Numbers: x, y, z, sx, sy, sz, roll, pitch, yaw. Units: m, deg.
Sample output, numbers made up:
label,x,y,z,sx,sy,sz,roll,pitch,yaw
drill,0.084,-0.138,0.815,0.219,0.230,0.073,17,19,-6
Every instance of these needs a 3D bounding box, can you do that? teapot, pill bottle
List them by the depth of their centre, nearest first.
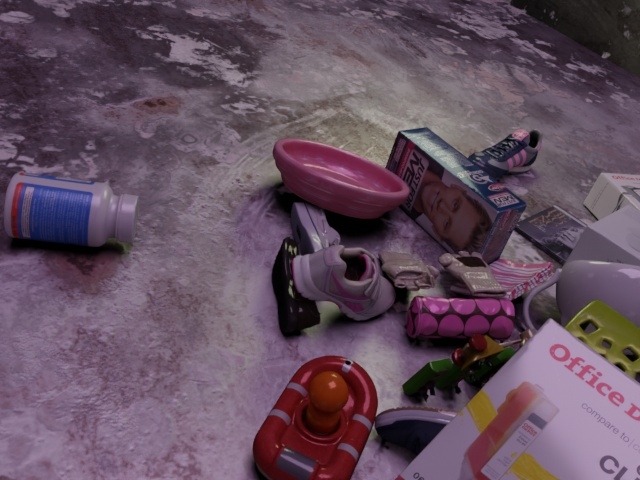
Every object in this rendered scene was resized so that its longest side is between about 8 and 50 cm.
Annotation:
label,x,y,z,sx,sy,sz,roll,pitch,yaw
pill bottle,-0.460,-0.053,1.199,0.221,0.124,0.124,8,37,-11
teapot,0.587,0.149,1.290,0.252,0.187,0.256,16,-7,-35

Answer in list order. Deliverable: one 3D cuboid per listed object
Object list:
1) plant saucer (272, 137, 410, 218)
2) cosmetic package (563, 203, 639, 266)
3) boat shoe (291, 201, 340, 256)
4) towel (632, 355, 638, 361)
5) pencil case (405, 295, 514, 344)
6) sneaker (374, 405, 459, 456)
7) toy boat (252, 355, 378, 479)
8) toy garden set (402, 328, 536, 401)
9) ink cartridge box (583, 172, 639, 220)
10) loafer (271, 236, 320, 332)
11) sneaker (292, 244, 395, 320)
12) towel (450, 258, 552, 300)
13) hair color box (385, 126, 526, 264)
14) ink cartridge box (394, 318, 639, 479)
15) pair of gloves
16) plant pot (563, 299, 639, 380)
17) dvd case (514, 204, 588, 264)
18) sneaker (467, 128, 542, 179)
label,x,y,z,sx,sy,sz,roll,pitch,yaw
plant saucer,0.041,-0.141,1.490,0.332,0.084,0.332,18,20,-7
cosmetic package,0.749,0.049,1.517,0.224,0.138,0.224,-20,49,-38
boat shoe,0.000,0.000,1.331,0.084,0.095,0.258,0,40,-15
towel,0.699,0.236,1.347,0.110,0.027,0.148,7,38,-11
pencil case,0.266,0.154,1.237,0.209,0.098,0.095,6,82,-14
sneaker,0.211,0.343,0.954,0.282,0.099,0.153,4,61,16
toy boat,0.005,0.253,0.947,0.151,0.151,0.231,23,37,11
toy garden set,0.290,0.212,1.081,0.244,0.204,0.049,-4,59,-25
ink cartridge box,0.888,-0.064,1.740,0.198,0.115,0.273,1,38,-19
loafer,-0.044,0.087,1.223,0.078,0.080,0.220,8,46,-18
sneaker,0.069,0.077,1.182,0.252,0.111,0.103,20,54,-45
towel,0.391,0.081,1.375,0.197,0.029,0.144,-21,18,-40
hair color box,0.302,-0.108,1.522,0.105,0.174,0.347,-14,45,-34
ink cartridge box,0.270,0.332,0.794,0.384,0.160,0.279,-41,59,-14
pair of gloves,0.244,0.058,1.321,0.240,0.042,0.204,4,17,-2
plant pot,0.434,0.272,1.038,0.207,0.228,0.227,-22,50,-31
dvd case,0.624,-0.020,1.663,0.221,0.018,0.164,-19,49,-39
sneaker,0.529,-0.259,1.829,0.112,0.131,0.319,40,36,27
